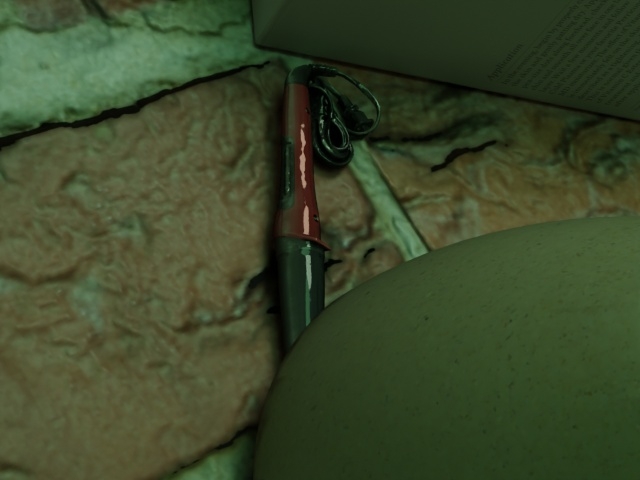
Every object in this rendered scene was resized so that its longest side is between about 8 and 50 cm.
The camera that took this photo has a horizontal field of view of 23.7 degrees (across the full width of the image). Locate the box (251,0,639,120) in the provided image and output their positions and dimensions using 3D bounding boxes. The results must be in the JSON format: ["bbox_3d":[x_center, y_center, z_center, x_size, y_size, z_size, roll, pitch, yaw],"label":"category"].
[{"bbox_3d":[0.134,-0.236,1.073,0.345,0.168,0.215,9,57,-24],"label":"box"}]

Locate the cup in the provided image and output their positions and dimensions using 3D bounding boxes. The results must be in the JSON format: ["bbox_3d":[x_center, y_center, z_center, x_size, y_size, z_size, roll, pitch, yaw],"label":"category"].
[{"bbox_3d":[0.165,0.118,0.802,0.331,0.237,0.331,15,58,-25],"label":"cup"}]

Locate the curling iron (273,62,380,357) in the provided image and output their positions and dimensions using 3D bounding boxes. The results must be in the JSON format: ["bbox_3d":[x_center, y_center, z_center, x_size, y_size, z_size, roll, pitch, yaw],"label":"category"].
[{"bbox_3d":[0.000,0.000,0.937,0.068,0.035,0.274,17,54,-18],"label":"curling iron"}]
